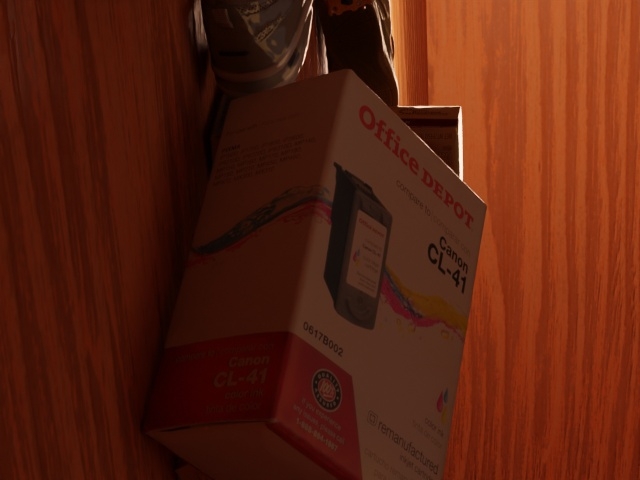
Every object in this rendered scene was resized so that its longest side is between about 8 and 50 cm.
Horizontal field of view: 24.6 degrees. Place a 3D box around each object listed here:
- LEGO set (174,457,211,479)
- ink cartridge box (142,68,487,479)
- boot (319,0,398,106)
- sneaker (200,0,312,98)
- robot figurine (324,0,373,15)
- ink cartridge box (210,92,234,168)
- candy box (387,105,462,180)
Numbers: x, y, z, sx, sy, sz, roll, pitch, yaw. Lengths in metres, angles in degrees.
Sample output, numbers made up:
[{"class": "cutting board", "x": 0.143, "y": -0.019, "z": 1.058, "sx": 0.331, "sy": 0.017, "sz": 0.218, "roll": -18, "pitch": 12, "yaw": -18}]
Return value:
[{"class": "LEGO set", "x": -0.040, "y": 0.157, "z": 1.263, "sx": 0.287, "sy": 0.107, "sz": 0.132, "roll": 44, "pitch": 47, "yaw": -78}, {"class": "ink cartridge box", "x": 0.007, "y": 0.055, "z": 1.151, "sx": 0.226, "sy": 0.131, "sz": 0.306, "roll": 40, "pitch": 52, "yaw": -41}, {"class": "boot", "x": 0.055, "y": -0.282, "z": 1.908, "sx": 0.262, "sy": 0.095, "sz": 0.203, "roll": 75, "pitch": 16, "yaw": -47}, {"class": "sneaker", "x": -0.042, "y": -0.260, "z": 1.229, "sx": 0.115, "sy": 0.105, "sz": 0.281, "roll": 69, "pitch": 21, "yaw": -57}, {"class": "robot figurine", "x": 0.005, "y": -0.378, "z": 1.404, "sx": 0.211, "sy": 0.085, "sz": 0.291, "roll": -124, "pitch": -155, "yaw": -45}, {"class": "ink cartridge box", "x": -0.068, "y": -0.069, "z": 1.326, "sx": 0.145, "sy": 0.045, "sz": 0.179, "roll": -80, "pitch": 177, "yaw": -47}, {"class": "candy box", "x": 0.083, "y": -0.005, "z": 1.805, "sx": 0.087, "sy": 0.182, "sz": 0.317, "roll": -67, "pitch": 156, "yaw": -66}]
